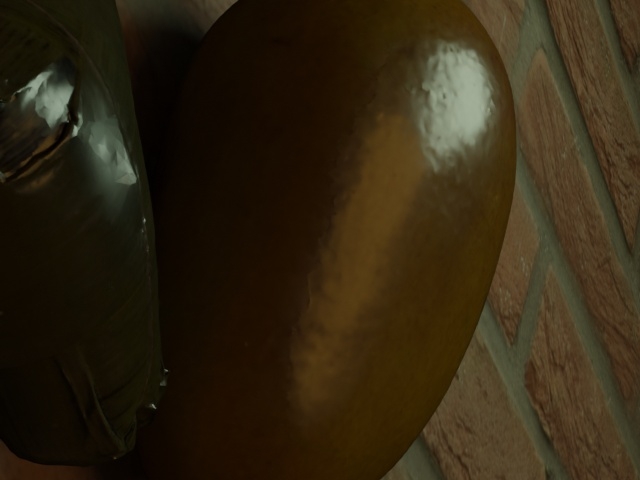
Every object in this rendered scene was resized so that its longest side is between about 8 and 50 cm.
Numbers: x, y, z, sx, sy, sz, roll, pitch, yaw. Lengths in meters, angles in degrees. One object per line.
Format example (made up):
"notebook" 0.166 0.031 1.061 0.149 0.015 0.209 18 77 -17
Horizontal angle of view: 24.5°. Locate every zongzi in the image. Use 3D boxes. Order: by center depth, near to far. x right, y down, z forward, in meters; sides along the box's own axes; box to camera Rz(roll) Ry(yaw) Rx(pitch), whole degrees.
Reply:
"zongzi" -0.149 -0.050 0.886 0.300 0.145 0.273 -71 149 -50

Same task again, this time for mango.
"mango" 0.000 0.000 1.073 0.300 0.232 0.445 49 52 -44
